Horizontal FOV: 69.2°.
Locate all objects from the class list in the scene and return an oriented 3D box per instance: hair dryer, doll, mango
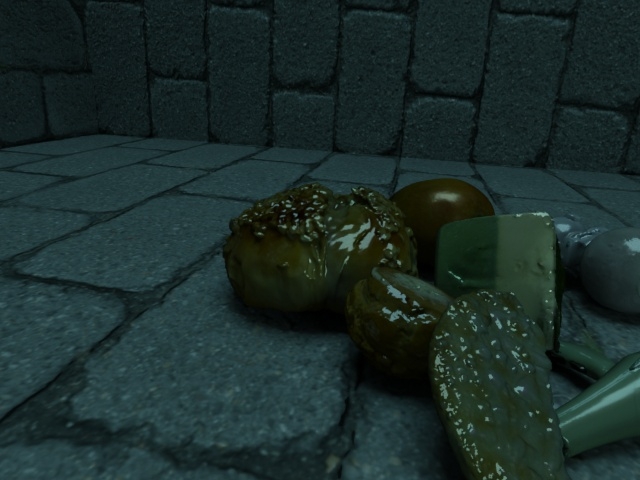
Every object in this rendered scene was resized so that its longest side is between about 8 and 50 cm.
[{"bbox_3d":[0.293,0.165,0.528,0.218,0.089,0.224,-18,15,-37],"label":"hair dryer"},{"bbox_3d":[0.491,0.027,0.842,0.150,0.151,0.287,-1,16,-11],"label":"doll"},{"bbox_3d":[0.226,-0.041,0.956,0.211,0.173,0.317,-7,9,-10],"label":"mango"}]

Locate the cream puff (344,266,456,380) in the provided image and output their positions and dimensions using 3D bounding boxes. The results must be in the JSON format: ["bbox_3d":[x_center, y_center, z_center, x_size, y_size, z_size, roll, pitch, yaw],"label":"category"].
[{"bbox_3d":[0.105,0.107,0.569,0.165,0.115,0.150,33,19,37],"label":"cream puff"}]

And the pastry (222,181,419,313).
[{"bbox_3d":[0.000,0.000,0.744,0.315,0.185,0.284,4,13,5],"label":"pastry"}]

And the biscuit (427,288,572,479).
[{"bbox_3d":[0.162,0.140,0.440,0.141,0.038,0.290,27,39,-6],"label":"biscuit"}]

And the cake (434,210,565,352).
[{"bbox_3d":[0.283,0.030,0.697,0.157,0.173,0.283,-2,11,32],"label":"cake"}]
